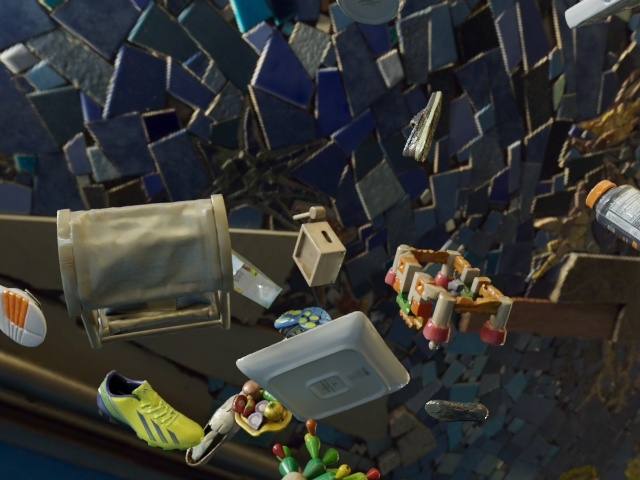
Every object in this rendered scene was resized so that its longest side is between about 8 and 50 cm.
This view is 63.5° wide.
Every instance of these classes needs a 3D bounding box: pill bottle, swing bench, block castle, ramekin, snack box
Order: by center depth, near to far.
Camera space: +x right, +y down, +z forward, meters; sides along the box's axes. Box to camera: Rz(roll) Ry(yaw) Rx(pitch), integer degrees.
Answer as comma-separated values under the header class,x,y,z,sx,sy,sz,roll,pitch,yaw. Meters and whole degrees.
class,x,y,z,sx,sy,sz,roll,pitch,yaw
swing bench,-0.287,0.059,0.893,0.255,0.253,0.165,112,147,-61
snack box,-0.209,0.070,1.259,0.174,0.070,0.207,35,176,31
ramekin,0.132,-0.655,1.329,0.207,0.109,0.207,14,164,4
pill bottle,0.841,-0.063,1.385,0.246,0.130,0.130,51,-173,39
block castle,0.436,0.204,1.849,0.302,0.213,0.453,5,-157,-17

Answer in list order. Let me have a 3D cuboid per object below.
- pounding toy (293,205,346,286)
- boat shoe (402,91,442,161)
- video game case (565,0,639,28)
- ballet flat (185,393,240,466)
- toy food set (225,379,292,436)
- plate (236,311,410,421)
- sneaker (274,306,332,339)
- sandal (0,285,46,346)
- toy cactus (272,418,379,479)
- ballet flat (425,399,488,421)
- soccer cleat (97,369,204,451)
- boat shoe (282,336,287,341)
class,x,y,z,sx,sy,sz,roll,pitch,yaw
pounding toy,-0.002,-0.010,1.454,0.094,0.206,0.181,-7,-136,-29
boat shoe,0.293,-0.333,1.484,0.073,0.224,0.080,14,165,20
video game case,0.578,-0.412,0.726,0.036,0.328,0.300,68,166,-5
ballet flat,-0.379,0.699,1.880,0.107,0.316,0.106,36,-177,20
toy food set,-0.172,0.428,1.366,0.217,0.128,0.071,14,131,46
plate,0.016,0.279,1.047,0.277,0.277,0.045,55,-163,-39
sneaker,-0.031,0.205,1.216,0.188,0.067,0.078,-13,117,49
sandal,-0.730,0.154,1.229,0.265,0.102,0.076,27,-173,17
toy cactus,-0.019,0.426,0.953,0.218,0.112,0.180,13,-162,37
ballet flat,0.381,0.480,1.452,0.173,0.058,0.049,-1,173,23
soccer cleat,-0.408,0.406,1.238,0.288,0.121,0.093,20,-165,12
boat shoe,-0.083,0.388,1.660,0.158,0.340,0.127,32,158,32
